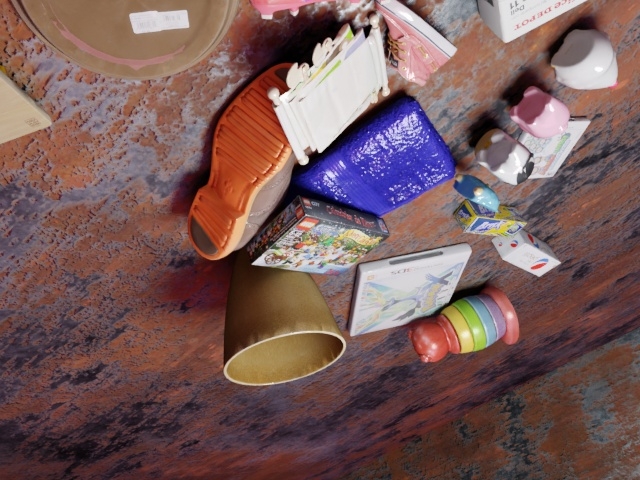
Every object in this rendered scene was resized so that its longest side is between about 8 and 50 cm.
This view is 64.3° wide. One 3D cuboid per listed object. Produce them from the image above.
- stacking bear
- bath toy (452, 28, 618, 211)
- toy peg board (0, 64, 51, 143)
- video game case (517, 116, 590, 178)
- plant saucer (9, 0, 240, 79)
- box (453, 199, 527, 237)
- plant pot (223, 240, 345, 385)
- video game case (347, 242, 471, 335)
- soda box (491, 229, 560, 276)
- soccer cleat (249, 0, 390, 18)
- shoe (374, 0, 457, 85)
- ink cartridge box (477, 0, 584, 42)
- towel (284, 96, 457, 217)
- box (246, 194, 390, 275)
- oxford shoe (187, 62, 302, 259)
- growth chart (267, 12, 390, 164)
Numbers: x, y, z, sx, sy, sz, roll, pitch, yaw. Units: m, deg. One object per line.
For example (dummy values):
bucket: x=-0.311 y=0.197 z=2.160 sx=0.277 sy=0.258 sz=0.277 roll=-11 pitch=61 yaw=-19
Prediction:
stacking bear: x=0.400 y=0.257 z=1.467 sx=0.289 sy=0.175 sz=0.164 roll=-22 pitch=149 yaw=-7
bath toy: x=0.393 y=-0.208 z=0.925 sx=0.129 sy=0.151 sz=0.348 roll=22 pitch=118 yaw=-30
toy peg board: x=-0.461 y=-0.192 z=0.634 sx=0.161 sy=0.079 sz=0.161 roll=-19 pitch=160 yaw=1
video game case: x=0.470 y=-0.192 z=1.081 sx=0.143 sy=0.019 sz=0.157 roll=-6 pitch=142 yaw=-17
plant saucer: x=-0.228 y=-0.306 z=0.605 sx=0.277 sy=0.041 sz=0.278 roll=-13 pitch=144 yaw=-10
box: x=0.400 y=-0.050 z=1.198 sx=0.168 sy=0.059 sz=0.054 roll=4 pitch=136 yaw=-29
plant pot: x=-0.095 y=0.130 z=1.041 sx=0.237 sy=0.254 sz=0.237 roll=-11 pitch=145 yaw=-8
video game case: x=0.232 y=0.143 z=1.394 sx=0.299 sy=0.036 sz=0.329 roll=-11 pitch=143 yaw=-11
soda box: x=0.553 y=0.030 z=1.363 sx=0.216 sy=0.069 sz=0.074 roll=20 pitch=130 yaw=-40
soccer cleat: x=0.023 y=-0.347 z=0.633 sx=0.247 sy=0.083 sz=0.095 roll=-13 pitch=139 yaw=-4
shoe: x=0.125 y=-0.294 z=0.755 sx=0.178 sy=0.063 sz=0.081 roll=14 pitch=127 yaw=-43
ink cartridge box: x=0.284 y=-0.396 z=0.675 sx=0.153 sy=0.087 sz=0.208 roll=-27 pitch=144 yaw=11
towel: x=0.094 y=-0.113 z=0.967 sx=0.308 sy=0.076 sz=0.227 roll=-33 pitch=142 yaw=19
box: x=0.000 y=0.000 z=0.963 sx=0.233 sy=0.044 sz=0.159 roll=11 pitch=139 yaw=-44
oxford shoe: x=-0.103 y=-0.129 z=0.853 sx=0.132 sy=0.130 sz=0.364 roll=-23 pitch=154 yaw=-55
growth chart: x=0.024 y=-0.223 z=0.745 sx=0.237 sy=0.021 sz=0.172 roll=-45 pitch=146 yaw=-22
